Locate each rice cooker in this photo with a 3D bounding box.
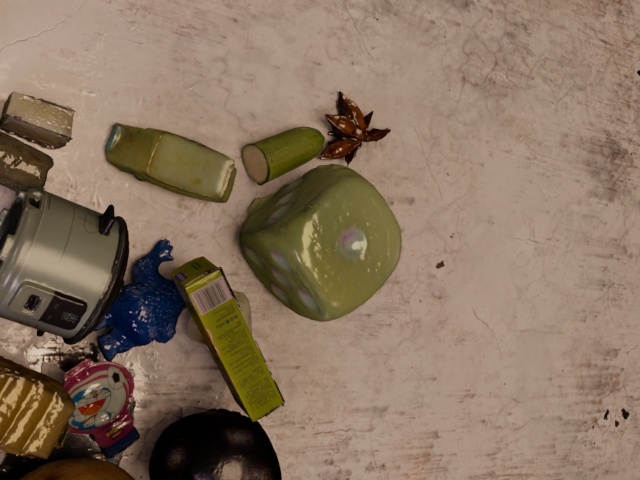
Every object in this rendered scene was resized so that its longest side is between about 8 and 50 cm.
[{"bbox_3d":[-0.447,0.046,1.272,0.227,0.241,0.280,26,112,-30],"label":"rice cooker"}]

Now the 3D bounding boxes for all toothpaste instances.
[{"bbox_3d":[-0.177,0.188,1.422,0.077,0.110,0.327,-30,113,-19],"label":"toothpaste"}]

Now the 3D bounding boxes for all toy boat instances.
[{"bbox_3d":[-0.280,-0.150,1.465,0.276,0.084,0.111,21,83,-34],"label":"toy boat"}]

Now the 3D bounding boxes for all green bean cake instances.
[{"bbox_3d":[-0.541,0.259,1.231,0.229,0.224,0.131,36,70,-32],"label":"green bean cake"}]

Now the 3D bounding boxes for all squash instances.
[{"bbox_3d":[-0.070,-0.192,1.605,0.188,0.095,0.095,-26,107,-35],"label":"squash"}]

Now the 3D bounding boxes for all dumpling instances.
[{"bbox_3d":[-0.209,0.183,1.525,0.134,0.100,0.169,10,88,-31],"label":"dumpling"}]

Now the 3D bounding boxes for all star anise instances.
[{"bbox_3d":[0.068,-0.262,1.712,0.212,0.053,0.157,-39,113,-24],"label":"star anise"}]

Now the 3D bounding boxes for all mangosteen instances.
[{"bbox_3d":[-0.198,0.471,1.441,0.233,0.287,0.288,-16,102,-30],"label":"mangosteen"}]

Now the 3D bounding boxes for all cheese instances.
[{"bbox_3d":[-0.411,0.320,1.399,0.155,0.062,0.244,-33,130,-24],"label":"cheese"}]

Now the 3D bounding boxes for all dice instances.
[{"bbox_3d":[0.000,0.000,1.563,0.252,0.249,0.254,-45,115,-24],"label":"dice"}]

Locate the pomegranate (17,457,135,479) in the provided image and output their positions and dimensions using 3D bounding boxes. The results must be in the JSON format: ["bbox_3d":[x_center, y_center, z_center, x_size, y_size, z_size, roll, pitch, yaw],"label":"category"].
[{"bbox_3d":[-0.431,0.569,1.232,0.416,0.416,0.417,-2,94,-34],"label":"pomegranate"}]

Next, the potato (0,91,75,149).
[{"bbox_3d":[-0.503,-0.213,1.314,0.122,0.086,0.061,18,69,-32],"label":"potato"}]

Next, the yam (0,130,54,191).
[{"bbox_3d":[-0.579,-0.156,1.256,0.259,0.093,0.093,27,78,-33],"label":"yam"}]

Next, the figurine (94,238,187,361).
[{"bbox_3d":[-0.322,0.125,1.430,0.262,0.120,0.164,-42,113,-26],"label":"figurine"}]
